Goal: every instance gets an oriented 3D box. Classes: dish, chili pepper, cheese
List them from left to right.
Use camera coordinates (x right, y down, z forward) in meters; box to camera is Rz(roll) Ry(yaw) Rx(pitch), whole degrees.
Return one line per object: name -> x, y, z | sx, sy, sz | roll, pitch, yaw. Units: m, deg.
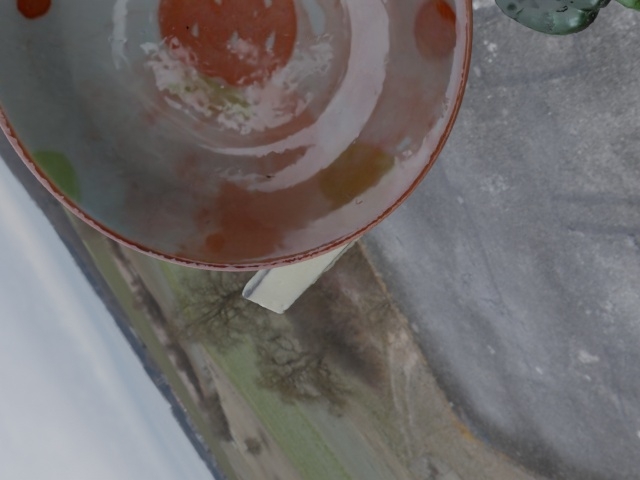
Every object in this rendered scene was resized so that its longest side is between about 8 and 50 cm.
dish -> -0.051, -0.116, 0.355 | 0.085, 0.260, 0.260 | -90, -23, -66
cheese -> 0.002, -0.001, 0.926 | 0.085, 0.034, 0.400 | 27, 135, -17
chili pepper -> 0.376, -0.393, 0.891 | 0.261, 0.174, 0.165 | 14, 156, -2
